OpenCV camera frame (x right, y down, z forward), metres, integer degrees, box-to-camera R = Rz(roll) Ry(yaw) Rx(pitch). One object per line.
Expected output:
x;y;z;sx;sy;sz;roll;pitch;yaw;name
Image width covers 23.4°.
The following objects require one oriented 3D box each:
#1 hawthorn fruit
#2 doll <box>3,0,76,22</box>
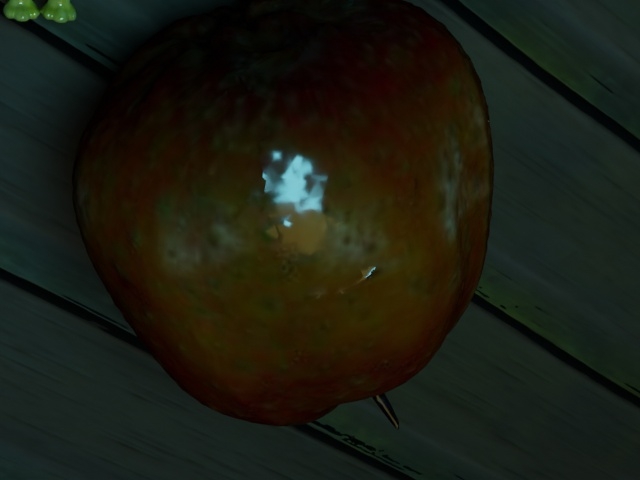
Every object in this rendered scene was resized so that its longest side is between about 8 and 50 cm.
0.000;0.000;0.909;0.254;0.254;0.300;-26;116;4;hawthorn fruit
-0.149;-0.189;0.848;0.098;0.058;0.143;2;122;-19;doll
